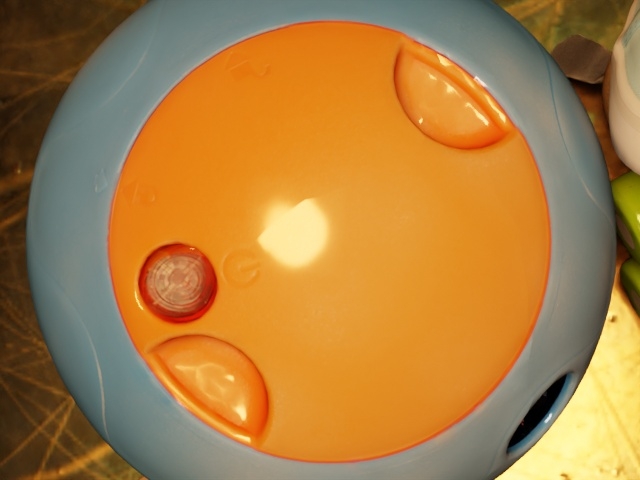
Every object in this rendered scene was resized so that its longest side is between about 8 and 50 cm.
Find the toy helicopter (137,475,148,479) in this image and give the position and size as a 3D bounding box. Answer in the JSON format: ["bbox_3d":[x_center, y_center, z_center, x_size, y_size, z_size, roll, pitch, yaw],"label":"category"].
[{"bbox_3d":[-0.197,0.219,0.697,0.355,0.140,0.235,-31,70,-2],"label":"toy helicopter"}]

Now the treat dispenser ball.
[{"bbox_3d":[0.000,0.000,0.626,0.288,0.288,0.288,-1,83,9],"label":"treat dispenser ball"}]

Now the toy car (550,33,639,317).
[{"bbox_3d":[0.209,-0.068,0.706,0.155,0.149,0.188,-27,51,1],"label":"toy car"}]

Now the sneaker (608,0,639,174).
[{"bbox_3d":[0.234,-0.178,0.608,0.135,0.150,0.366,12,49,32],"label":"sneaker"}]
